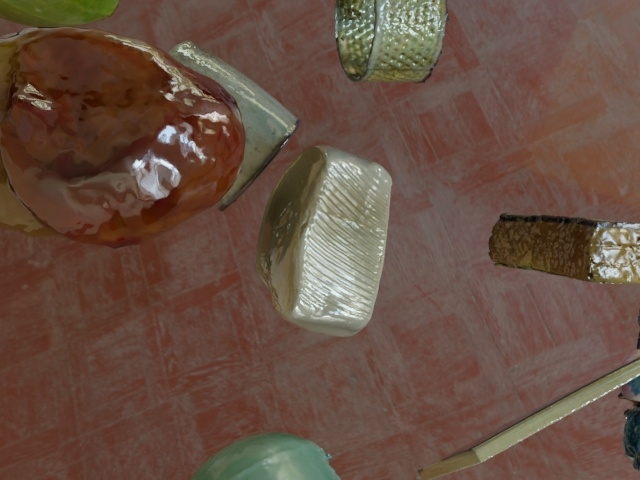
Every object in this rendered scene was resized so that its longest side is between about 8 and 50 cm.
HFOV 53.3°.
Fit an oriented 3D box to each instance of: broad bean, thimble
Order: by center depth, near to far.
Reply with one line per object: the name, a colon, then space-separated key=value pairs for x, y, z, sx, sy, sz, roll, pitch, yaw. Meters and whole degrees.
broad bean: x=-0.170 y=-0.075 z=0.472 sx=0.228 sy=0.156 sz=0.122 roll=4 pitch=26 yaw=-20
thimble: x=0.135 y=-0.456 z=1.307 sx=0.149 sy=0.271 sz=0.271 roll=-5 pitch=66 yaw=-15

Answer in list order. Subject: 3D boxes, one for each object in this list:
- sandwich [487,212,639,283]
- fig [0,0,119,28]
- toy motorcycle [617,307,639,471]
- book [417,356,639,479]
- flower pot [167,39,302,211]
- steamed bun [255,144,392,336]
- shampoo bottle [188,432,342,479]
sandwich: x=0.443 y=0.012 z=1.017 sx=0.248 sy=0.273 sz=0.095 roll=3 pitch=93 yaw=-16
fig: x=-0.494 y=-0.506 z=1.109 sx=0.315 sy=0.316 sz=0.317 roll=-6 pitch=69 yaw=15
toy motorcycle: x=0.401 y=0.196 z=0.728 sx=0.239 sy=0.108 sz=0.204 roll=47 pitch=59 yaw=-6
book: x=0.229 y=0.199 z=0.702 sx=0.228 sy=0.322 sz=0.018 roll=-24 pitch=69 yaw=-11
flower pot: x=-0.253 y=-0.283 z=1.502 sx=0.330 sy=0.293 sz=0.294 roll=43 pitch=86 yaw=-12
steamed bun: x=-0.003 y=0.004 z=1.356 sx=0.236 sy=0.246 sz=0.384 roll=-7 pitch=70 yaw=54
shampoo bottle: x=0.011 y=0.289 z=0.441 sx=0.151 sy=0.222 sz=0.349 roll=-32 pitch=48 yaw=-13
